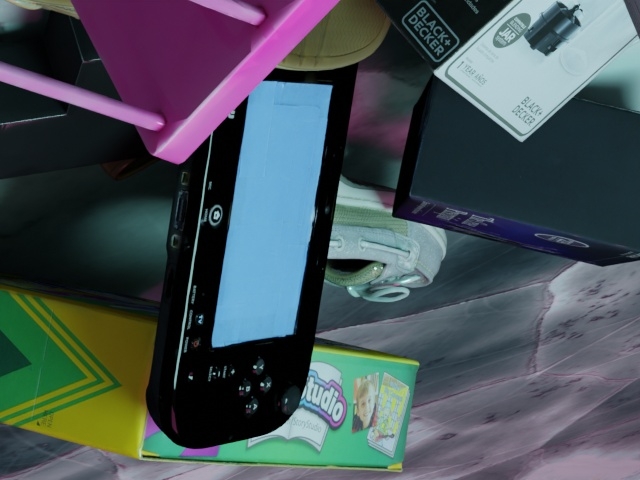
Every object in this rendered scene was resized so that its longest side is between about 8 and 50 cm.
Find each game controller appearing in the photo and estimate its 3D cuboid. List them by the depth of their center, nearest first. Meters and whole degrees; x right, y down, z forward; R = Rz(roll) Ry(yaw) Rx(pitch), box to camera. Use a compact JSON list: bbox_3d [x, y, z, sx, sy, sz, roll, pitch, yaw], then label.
[{"bbox_3d":[-0.042,-0.021,1.250,0.067,0.319,0.166,12,-172,22],"label":"game controller"}]

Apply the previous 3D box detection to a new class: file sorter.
[{"bbox_3d":[-0.062,-0.215,0.752,0.290,0.202,0.182,-44,146,23],"label":"file sorter"}]

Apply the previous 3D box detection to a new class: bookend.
[{"bbox_3d":[-0.171,-0.109,1.193,0.157,0.072,0.156,-11,158,-21],"label":"bookend"}]

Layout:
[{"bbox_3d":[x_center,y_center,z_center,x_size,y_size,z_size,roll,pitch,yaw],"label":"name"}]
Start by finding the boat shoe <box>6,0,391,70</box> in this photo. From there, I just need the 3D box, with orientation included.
[{"bbox_3d":[-0.088,-0.173,1.074,0.110,0.122,0.341,13,-177,42],"label":"boat shoe"}]

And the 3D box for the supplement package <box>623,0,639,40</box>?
[{"bbox_3d":[0.244,-0.123,0.734,0.199,0.198,0.263,-18,161,-2],"label":"supplement package"}]

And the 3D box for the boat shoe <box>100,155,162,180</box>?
[{"bbox_3d":[-0.079,-0.091,1.342,0.178,0.060,0.064,-20,160,0],"label":"boat shoe"}]

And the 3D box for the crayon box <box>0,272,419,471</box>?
[{"bbox_3d":[-0.146,0.103,1.496,0.313,0.106,0.363,11,179,33],"label":"crayon box"}]

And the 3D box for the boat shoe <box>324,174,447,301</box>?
[{"bbox_3d":[0.002,0.000,1.543,0.118,0.103,0.320,3,169,29],"label":"boat shoe"}]

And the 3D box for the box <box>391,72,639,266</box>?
[{"bbox_3d":[0.156,-0.049,1.400,0.184,0.103,0.261,11,178,0],"label":"box"}]

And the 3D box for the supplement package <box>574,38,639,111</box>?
[{"bbox_3d":[0.224,-0.156,1.389,0.105,0.105,0.179,-28,160,23],"label":"supplement package"}]

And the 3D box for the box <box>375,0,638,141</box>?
[{"bbox_3d":[0.179,-0.203,1.136,0.290,0.087,0.169,-42,155,12],"label":"box"}]
